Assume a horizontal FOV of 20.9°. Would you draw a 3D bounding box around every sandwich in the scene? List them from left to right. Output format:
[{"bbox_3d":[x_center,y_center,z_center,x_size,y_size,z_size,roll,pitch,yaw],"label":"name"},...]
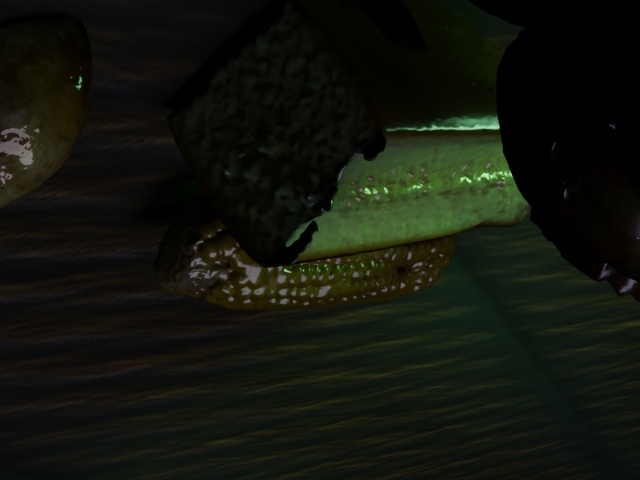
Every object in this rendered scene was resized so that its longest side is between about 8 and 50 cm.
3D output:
[{"bbox_3d":[0.044,-0.066,1.033,0.235,0.128,0.122,-5,146,-50],"label":"sandwich"}]

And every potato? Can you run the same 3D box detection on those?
[{"bbox_3d":[-0.153,-0.060,0.865,0.103,0.066,0.096,-37,162,14],"label":"potato"}]

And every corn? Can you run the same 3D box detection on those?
[{"bbox_3d":[0.000,0.000,1.171,0.261,0.097,0.097,-8,151,-44],"label":"corn"}]

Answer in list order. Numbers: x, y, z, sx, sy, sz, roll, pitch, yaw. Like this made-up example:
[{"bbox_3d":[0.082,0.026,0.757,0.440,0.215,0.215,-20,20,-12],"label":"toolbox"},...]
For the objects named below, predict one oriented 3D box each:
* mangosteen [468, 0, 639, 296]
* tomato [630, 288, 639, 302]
[{"bbox_3d":[0.259,-0.151,0.788,0.381,0.381,0.421,-13,179,-38],"label":"mangosteen"},{"bbox_3d":[0.309,-0.069,1.248,0.270,0.223,0.270,-14,139,-12],"label":"tomato"}]
